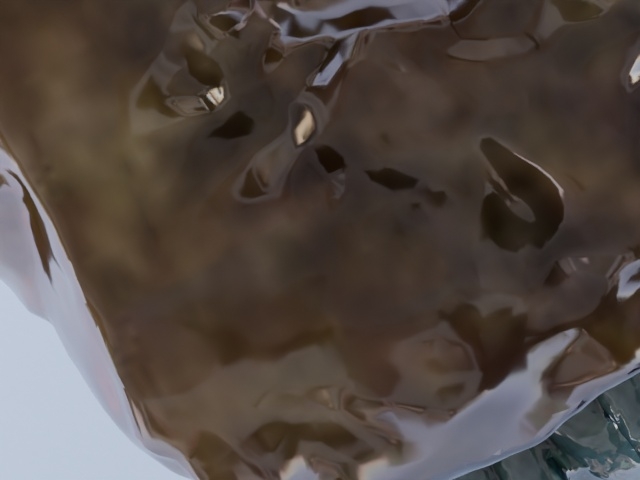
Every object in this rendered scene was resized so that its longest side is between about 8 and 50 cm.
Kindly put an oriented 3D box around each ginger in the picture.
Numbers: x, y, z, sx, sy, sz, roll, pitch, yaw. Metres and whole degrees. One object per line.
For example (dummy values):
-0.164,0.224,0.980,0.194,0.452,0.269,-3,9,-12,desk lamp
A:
-0.024,-0.088,0.410,0.200,0.269,0.223,-12,-158,-6,ginger

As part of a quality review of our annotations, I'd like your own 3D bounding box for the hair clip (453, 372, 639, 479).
0.161,0.069,0.770,0.318,0.238,0.392,-41,-106,18,hair clip
